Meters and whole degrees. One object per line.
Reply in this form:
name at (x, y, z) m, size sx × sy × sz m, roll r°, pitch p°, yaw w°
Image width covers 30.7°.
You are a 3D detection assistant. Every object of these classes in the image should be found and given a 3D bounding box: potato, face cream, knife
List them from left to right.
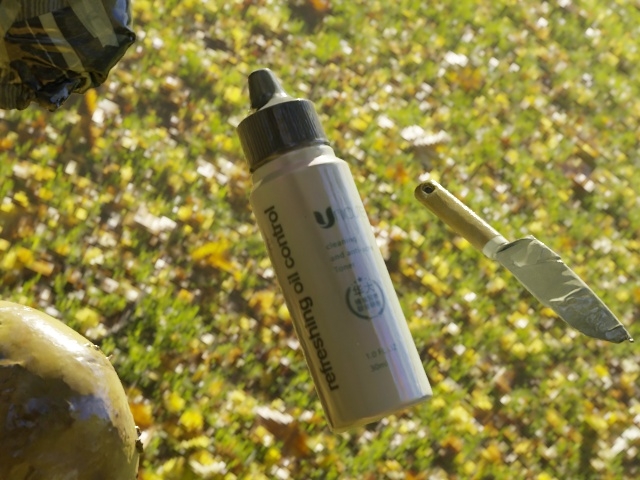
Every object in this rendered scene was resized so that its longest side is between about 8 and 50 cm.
potato at (-0.324, 0.180, 1.245) m, size 0.239 × 0.116 × 0.299 m, roll -35°, pitch 77°, yaw -28°
face cream at (0.000, 0.000, 0.969) m, size 0.092 × 0.092 × 0.311 m, roll -10°, pitch 77°, yaw -42°
knife at (0.176, 0.011, 1.048) m, size 0.047 × 0.017 × 0.298 m, roll -30°, pitch 40°, yaw -12°

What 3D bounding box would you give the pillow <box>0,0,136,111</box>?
pillow at (-0.159, -0.227, 0.604) m, size 0.162 × 0.092 × 0.335 m, roll 4°, pitch 77°, yaw 1°
